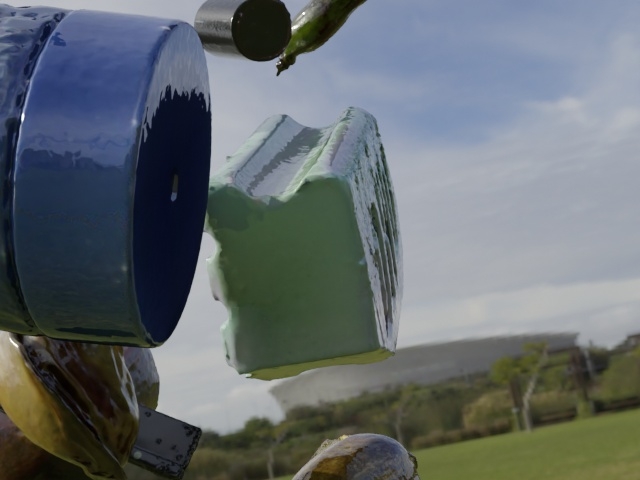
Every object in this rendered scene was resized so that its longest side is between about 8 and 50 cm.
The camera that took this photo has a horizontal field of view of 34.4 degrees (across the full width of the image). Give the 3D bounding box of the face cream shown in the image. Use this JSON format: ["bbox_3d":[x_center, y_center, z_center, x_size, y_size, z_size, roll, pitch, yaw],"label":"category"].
[{"bbox_3d":[-0.214,-0.050,0.776,0.225,0.248,0.249,4,-9,5],"label":"face cream"}]

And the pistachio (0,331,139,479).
[{"bbox_3d":[-0.250,0.157,1.052,0.131,0.210,0.165,-30,-7,-4],"label":"pistachio"}]

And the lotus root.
[{"bbox_3d":[0.047,0.294,1.166,0.129,0.145,0.260,-10,2,28],"label":"lotus root"}]

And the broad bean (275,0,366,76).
[{"bbox_3d":[0.036,-0.370,1.547,0.061,0.077,0.339,35,-68,-30],"label":"broad bean"}]

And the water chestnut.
[{"bbox_3d":[-0.407,0.226,1.504,0.350,0.302,0.350,-45,14,15],"label":"water chestnut"}]

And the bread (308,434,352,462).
[{"bbox_3d":[-0.001,0.341,1.361,0.103,0.065,0.187,-31,15,43],"label":"bread"}]

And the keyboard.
[{"bbox_3d":[-0.255,0.210,1.203,0.231,0.072,0.023,20,-32,4],"label":"keyboard"}]

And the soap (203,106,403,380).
[{"bbox_3d":[0.000,0.000,1.154,0.156,0.261,0.446,-8,15,9],"label":"soap"}]

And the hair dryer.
[{"bbox_3d":[-0.050,-0.312,1.137,0.071,0.248,0.114,29,-5,-33],"label":"hair dryer"}]
